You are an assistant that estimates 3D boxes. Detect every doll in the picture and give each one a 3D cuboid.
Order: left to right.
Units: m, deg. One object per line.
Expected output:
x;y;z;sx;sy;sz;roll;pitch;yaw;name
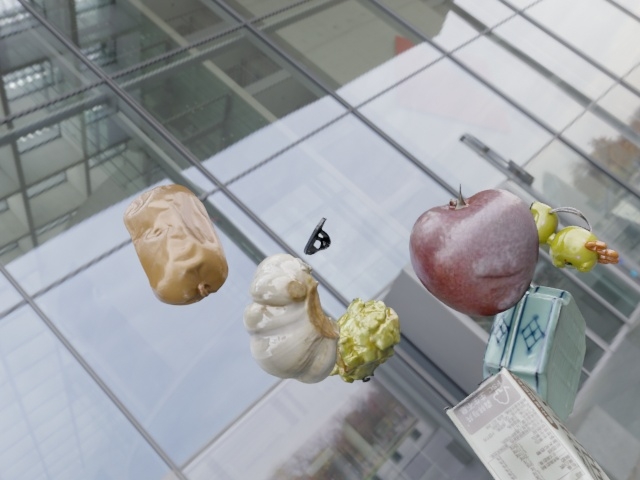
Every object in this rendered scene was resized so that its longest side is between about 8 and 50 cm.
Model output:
0.572;0.002;1.424;0.135;0.221;0.143;-61;-33;-6;doll

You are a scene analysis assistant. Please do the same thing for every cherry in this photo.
0.320;0.030;1.281;0.261;0.307;0.221;-19;22;6;cherry

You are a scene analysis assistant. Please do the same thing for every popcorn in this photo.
0.115;0.309;1.902;0.252;0.215;0.286;-38;-15;-53;popcorn

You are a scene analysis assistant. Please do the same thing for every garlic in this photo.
-0.081;0.185;1.328;0.185;0.281;0.203;-41;15;-33;garlic

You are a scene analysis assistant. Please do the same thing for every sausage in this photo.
-0.241;0.006;1.036;0.136;0.241;0.120;-25;-33;-4;sausage

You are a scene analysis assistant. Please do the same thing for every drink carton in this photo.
0.367;0.373;1.001;0.132;0.324;0.194;-41;-30;10;drink carton

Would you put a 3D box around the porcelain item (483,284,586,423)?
0.498;0.266;1.444;0.286;0.157;0.281;43;-120;-45;porcelain item

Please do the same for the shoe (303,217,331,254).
0.000;0.000;1.547;0.062;0.053;0.159;-57;-6;-31;shoe
